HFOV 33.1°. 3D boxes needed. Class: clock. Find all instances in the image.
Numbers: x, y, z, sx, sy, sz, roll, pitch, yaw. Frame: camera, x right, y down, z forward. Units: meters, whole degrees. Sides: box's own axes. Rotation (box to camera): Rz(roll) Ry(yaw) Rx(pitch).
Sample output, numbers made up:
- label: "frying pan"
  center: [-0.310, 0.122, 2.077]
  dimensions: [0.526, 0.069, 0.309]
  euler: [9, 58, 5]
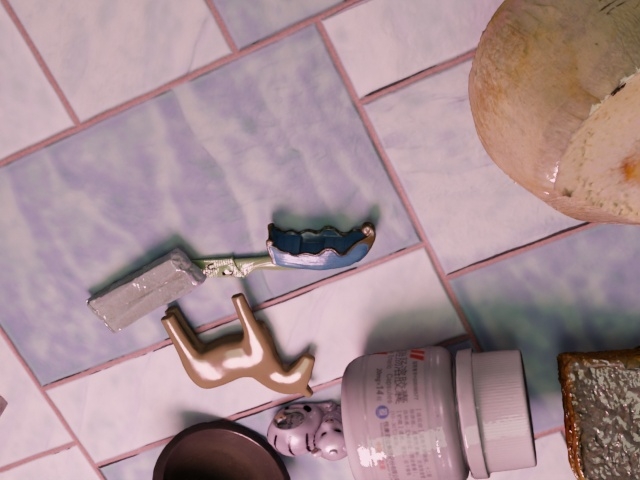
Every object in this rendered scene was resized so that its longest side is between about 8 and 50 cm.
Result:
- label: "clock"
  center: [-0.015, 0.359, 1.973]
  dimensions: [0.176, 0.117, 0.080]
  euler: [-6, 115, 11]

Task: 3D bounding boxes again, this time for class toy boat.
- label: "toy boat"
  center: [0.000, 0.000, 1.815]
  dimensions: [0.185, 0.075, 0.077]
  euler: [4, 125, 2]

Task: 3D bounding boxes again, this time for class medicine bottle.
- label: "medicine bottle"
  center: [0.205, 0.303, 1.847]
  dimensions: [0.306, 0.245, 0.245]
  euler: [-8, 115, 10]

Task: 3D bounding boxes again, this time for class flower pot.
- label: "flower pot"
  center: [-0.202, 0.490, 2.017]
  dimensions: [0.269, 0.269, 0.166]
  euler: [26, 140, -6]

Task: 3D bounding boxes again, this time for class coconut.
- label: "coconut"
  center: [0.396, -0.226, 1.514]
  dimensions: [0.405, 0.404, 0.404]
  euler: [3, 117, 6]

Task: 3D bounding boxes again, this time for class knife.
- label: "knife"
  center: [-0.130, 0.046, 1.887]
  dimensions: [0.293, 0.020, 0.043]
  euler: [-2, 117, 10]

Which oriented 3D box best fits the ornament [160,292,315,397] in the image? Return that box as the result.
- label: "ornament"
  center: [-0.136, 0.203, 1.942]
  dimensions: [0.230, 0.061, 0.245]
  euler: [-19, 111, 14]

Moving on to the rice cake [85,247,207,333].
- label: "rice cake"
  center: [-0.310, 0.090, 1.911]
  dimensions: [0.226, 0.040, 0.085]
  euler: [-28, 110, 26]

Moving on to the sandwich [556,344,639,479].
- label: "sandwich"
  center: [0.560, 0.300, 1.813]
  dimensions: [0.301, 0.099, 0.271]
  euler: [-9, 86, 2]

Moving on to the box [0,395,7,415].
- label: "box"
  center: [-0.663, 0.343, 2.085]
  dimensions: [0.117, 0.050, 0.036]
  euler: [-30, 111, 22]
